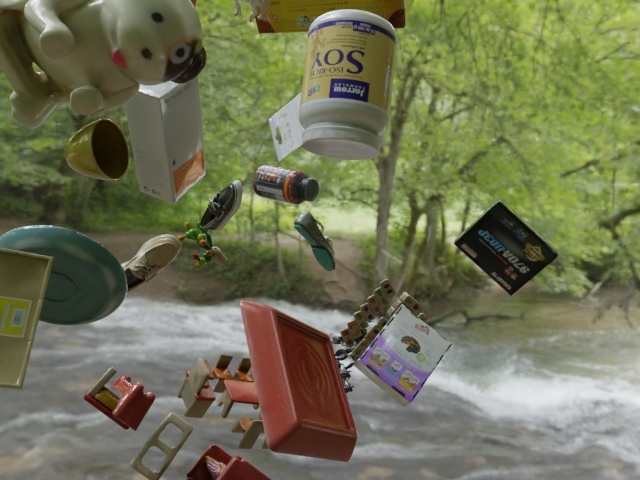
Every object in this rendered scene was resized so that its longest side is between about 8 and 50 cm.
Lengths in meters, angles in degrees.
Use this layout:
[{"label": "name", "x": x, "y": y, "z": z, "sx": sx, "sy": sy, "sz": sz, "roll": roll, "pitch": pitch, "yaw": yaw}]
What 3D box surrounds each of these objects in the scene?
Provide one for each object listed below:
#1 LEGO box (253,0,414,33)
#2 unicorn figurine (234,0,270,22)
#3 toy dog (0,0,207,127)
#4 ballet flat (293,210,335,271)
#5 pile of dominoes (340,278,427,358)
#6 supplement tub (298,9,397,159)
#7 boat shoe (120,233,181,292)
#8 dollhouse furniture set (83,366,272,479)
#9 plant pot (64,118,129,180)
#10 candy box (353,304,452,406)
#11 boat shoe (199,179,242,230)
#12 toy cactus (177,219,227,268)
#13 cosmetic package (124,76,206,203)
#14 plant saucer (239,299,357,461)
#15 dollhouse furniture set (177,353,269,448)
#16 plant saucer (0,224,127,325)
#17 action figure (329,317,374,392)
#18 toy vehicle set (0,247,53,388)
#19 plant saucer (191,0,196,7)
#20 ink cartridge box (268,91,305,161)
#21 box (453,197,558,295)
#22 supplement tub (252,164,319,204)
[{"label": "LEGO box", "x": 0.061, "y": -0.858, "z": 1.853, "sx": 0.501, "sy": 0.193, "sz": 0.372, "roll": 4, "pitch": 46, "yaw": 18}, {"label": "unicorn figurine", "x": -0.202, "y": -0.630, "z": 1.457, "sx": 0.162, "sy": 0.060, "sz": 0.111, "roll": 11, "pitch": -35, "yaw": 2}, {"label": "toy dog", "x": -0.439, "y": -0.411, "z": 1.176, "sx": 0.408, "sy": 0.284, "sz": 0.395, "roll": 4, "pitch": 33, "yaw": 24}, {"label": "ballet flat", "x": 0.000, "y": 0.000, "z": 1.588, "sx": 0.072, "sy": 0.213, "sz": 0.068, "roll": 10, "pitch": 55, "yaw": 43}, {"label": "pile of dominoes", "x": 0.192, "y": 0.264, "z": 1.706, "sx": 0.196, "sy": 0.251, "sz": 0.040, "roll": 39, "pitch": 4, "yaw": -15}, {"label": "supplement tub", "x": 0.070, "y": -0.397, "z": 1.478, "sx": 0.241, "sy": 0.330, "sz": 0.241, "roll": 6, "pitch": -6, "yaw": 1}, {"label": "boat shoe", "x": -0.585, "y": 0.090, "z": 1.868, "sx": 0.302, "sy": 0.109, "sz": 0.098, "roll": -31, "pitch": 32, "yaw": 14}, {"label": "dollhouse furniture set", "x": -0.277, "y": 0.397, "z": 1.015, "sx": 0.152, "sy": 0.374, "sz": 0.201, "roll": -54, "pitch": 10, "yaw": -25}, {"label": "plant pot", "x": -0.501, "y": -0.193, "z": 1.238, "sx": 0.095, "sy": 0.134, "sz": 0.134, "roll": -6, "pitch": 7, "yaw": 14}, {"label": "candy box", "x": 0.212, "y": 0.293, "z": 1.448, "sx": 0.196, "sy": 0.165, "sz": 0.070, "roll": -47, "pitch": -11, "yaw": -24}, {"label": "boat shoe", "x": -0.304, "y": -0.101, "z": 1.717, "sx": 0.070, "sy": 0.077, "sz": 0.219, "roll": -1, "pitch": -36, "yaw": -37}, {"label": "toy cactus", "x": -0.396, "y": 0.030, "z": 1.932, "sx": 0.112, "sy": 0.180, "sz": 0.219, "roll": -37, "pitch": 39, "yaw": 5}, {"label": "cosmetic package", "x": -0.556, "y": -0.387, "z": 2.057, "sx": 0.162, "sy": 0.453, "sz": 0.230, "roll": 21, "pitch": 46, "yaw": 16}, {"label": "plant saucer", "x": -0.025, "y": 0.240, "z": 0.978, "sx": 0.048, "sy": 0.258, "sz": 0.259, "roll": -29, "pitch": -34, "yaw": 17}, {"label": "dollhouse furniture set", "x": -0.225, "y": 0.396, "z": 1.478, "sx": 0.259, "sy": 0.135, "sz": 0.262, "roll": 18, "pitch": 20, "yaw": -38}, {"label": "plant saucer", "x": -0.623, "y": 0.100, "z": 1.332, "sx": 0.318, "sy": 0.317, "sz": 0.043, "roll": -3, "pitch": 39, "yaw": -1}, {"label": "action figure", "x": 0.091, "y": 0.370, "z": 1.921, "sx": 0.141, "sy": 0.164, "sz": 0.275, "roll": 1, "pitch": 48, "yaw": 29}, {"label": "toy vehicle set", "x": -0.636, "y": 0.145, "z": 1.092, "sx": 0.166, "sy": 0.266, "sz": 0.035, "roll": 14, "pitch": -21, "yaw": -24}, {"label": "plant saucer", "x": -0.406, "y": -0.638, "z": 1.606, "sx": 0.037, "sy": 0.199, "sz": 0.200, "roll": 22, "pitch": 6, "yaw": -6}, {"label": "ink cartridge box", "x": -0.057, "y": -0.384, "z": 1.842, "sx": 0.066, "sy": 0.188, "sz": 0.232, "roll": 13, "pitch": -37, "yaw": -43}, {"label": "box", "x": 0.512, "y": 0.018, "z": 1.565, "sx": 0.175, "sy": 0.220, "sz": 0.051, "roll": -47, "pitch": 0, "yaw": 23}, {"label": "supplement tub", "x": -0.102, "y": -0.167, "z": 1.704, "sx": 0.198, "sy": 0.105, "sz": 0.106, "roll": 14, "pitch": 16, "yaw": 34}]
